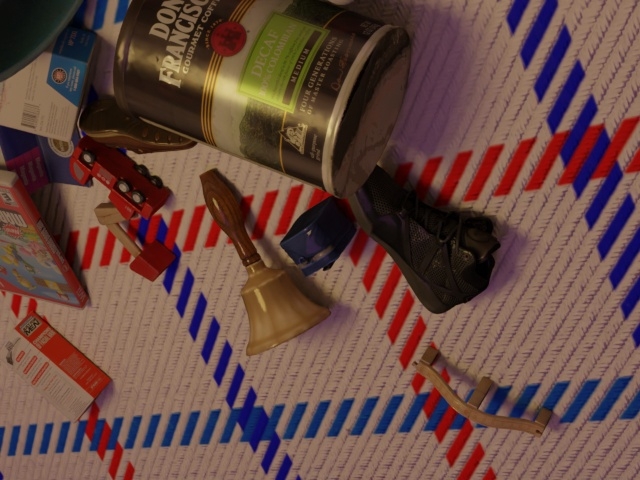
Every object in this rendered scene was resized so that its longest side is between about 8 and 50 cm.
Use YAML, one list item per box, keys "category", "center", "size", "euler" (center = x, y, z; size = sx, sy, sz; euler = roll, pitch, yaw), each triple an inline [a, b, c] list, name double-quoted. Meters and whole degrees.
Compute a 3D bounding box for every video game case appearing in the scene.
- category: "video game case"
  center: [-0.473, -0.011, 1.940]
  size: [0.204, 0.025, 0.285]
  euler: [11, 144, 25]

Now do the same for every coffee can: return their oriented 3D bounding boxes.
- category: "coffee can"
  center: [-0.063, -0.187, 1.493]
  size: [0.275, 0.201, 0.201]
  euler: [22, 131, 17]

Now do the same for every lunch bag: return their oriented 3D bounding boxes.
- category: "lunch bag"
  center: [0.000, 0.000, 1.658]
  size: [0.067, 0.098, 0.065]
  euler: [-31, 105, 37]

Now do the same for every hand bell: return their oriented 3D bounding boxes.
- category: "hand bell"
  center: [-0.096, 0.017, 1.749]
  size: [0.126, 0.126, 0.242]
  euler: [-25, 94, 41]

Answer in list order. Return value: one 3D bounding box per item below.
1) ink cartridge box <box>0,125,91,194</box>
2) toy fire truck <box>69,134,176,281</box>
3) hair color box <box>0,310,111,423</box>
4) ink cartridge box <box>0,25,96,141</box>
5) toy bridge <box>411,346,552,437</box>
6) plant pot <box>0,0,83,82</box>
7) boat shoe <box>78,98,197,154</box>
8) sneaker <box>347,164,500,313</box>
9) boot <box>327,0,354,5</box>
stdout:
- category: "ink cartridge box"
  center: [-0.501, -0.215, 1.838]
  size: [0.330, 0.071, 0.324]
  euler: [8, 125, 29]
- category: "toy fire truck"
  center: [-0.272, -0.046, 1.830]
  size: [0.192, 0.047, 0.135]
  euler: [39, 135, 3]
- category: "hair color box"
  center: [-0.422, 0.201, 2.098]
  size: [0.167, 0.053, 0.093]
  euler: [41, 135, -2]
- category: "ink cartridge box"
  center: [-0.417, -0.225, 1.708]
  size: [0.231, 0.078, 0.134]
  euler: [15, 130, -9]
- category: "toy bridge"
  center: [0.201, 0.202, 1.703]
  size: [0.188, 0.063, 0.026]
  euler: [27, 132, 12]
- category: "plant pot"
  center: [-0.475, -0.398, 1.535]
  size: [0.334, 0.341, 0.341]
  euler: [34, 134, 19]
- category: "boat shoe"
  center: [-0.228, -0.145, 1.730]
  size: [0.178, 0.064, 0.060]
  euler: [8, 157, 27]
- category: "sneaker"
  center: [0.129, -0.021, 1.575]
  size: [0.130, 0.087, 0.227]
  euler: [-26, 109, 39]
- category: "boot"
  center: [-0.061, -0.348, 1.463]
  size: [0.258, 0.095, 0.123]
  euler: [54, 139, -1]
